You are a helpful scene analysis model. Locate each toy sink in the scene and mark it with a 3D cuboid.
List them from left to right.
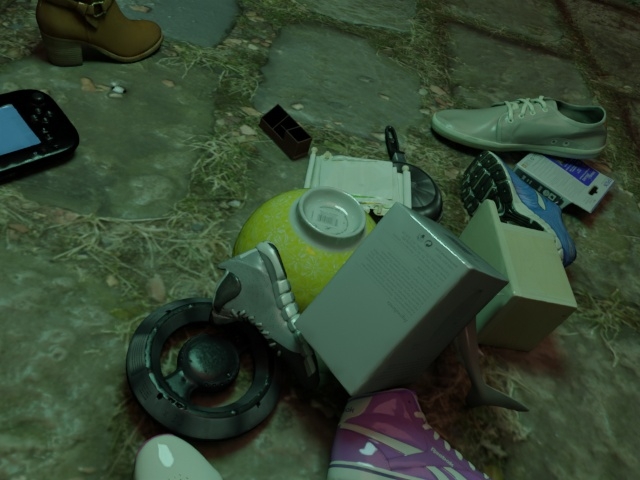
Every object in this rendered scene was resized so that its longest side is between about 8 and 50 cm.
[{"bbox_3d":[0.355,0.062,1.006,0.131,0.153,0.234,11,46,-11],"label":"toy sink"}]

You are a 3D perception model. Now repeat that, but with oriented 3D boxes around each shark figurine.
[{"bbox_3d":[0.253,0.131,0.883,0.116,0.166,0.278,-20,45,11],"label":"shark figurine"}]

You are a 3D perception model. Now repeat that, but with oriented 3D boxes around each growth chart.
[{"bbox_3d":[0.076,-0.116,1.112,0.237,0.021,0.172,11,54,7],"label":"growth chart"}]

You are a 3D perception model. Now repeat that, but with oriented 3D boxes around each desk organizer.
[{"bbox_3d":[-0.077,-0.240,1.185,0.047,0.050,0.130,-25,62,-35],"label":"desk organizer"}]

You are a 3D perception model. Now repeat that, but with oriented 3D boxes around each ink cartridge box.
[{"bbox_3d":[0.615,-0.158,1.366,0.208,0.045,0.206,40,48,19],"label":"ink cartridge box"}]

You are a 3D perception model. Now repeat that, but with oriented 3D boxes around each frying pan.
[{"bbox_3d":[0.202,-0.148,1.211,0.197,0.053,0.326,25,50,3],"label":"frying pan"}]

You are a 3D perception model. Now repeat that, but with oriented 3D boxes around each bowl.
[{"bbox_3d":[0.000,0.000,0.929,0.289,0.156,0.290,10,47,-11],"label":"bowl"}]

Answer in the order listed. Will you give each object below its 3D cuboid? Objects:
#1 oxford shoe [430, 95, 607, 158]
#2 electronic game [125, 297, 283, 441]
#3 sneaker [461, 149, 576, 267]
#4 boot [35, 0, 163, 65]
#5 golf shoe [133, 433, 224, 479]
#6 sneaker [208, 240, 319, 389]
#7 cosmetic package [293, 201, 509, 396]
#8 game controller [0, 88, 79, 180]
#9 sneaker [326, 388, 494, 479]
[{"bbox_3d":[0.506,-0.303,1.365,0.449,0.130,0.169,6,40,1],"label":"oxford shoe"},{"bbox_3d":[-0.163,0.179,0.784,0.229,0.048,0.229,17,43,-16],"label":"electronic game"},{"bbox_3d":[0.434,-0.062,1.184,0.147,0.130,0.330,1,52,-38],"label":"sneaker"},{"bbox_3d":[-0.465,-0.505,1.161,0.283,0.220,0.109,-20,59,-33],"label":"boot"},{"bbox_3d":[-0.120,0.340,0.598,0.115,0.140,0.306,-20,58,-31],"label":"golf shoe"},{"bbox_3d":[-0.092,0.125,0.798,0.132,0.086,0.229,-20,78,-6],"label":"sneaker"},{"bbox_3d":[0.121,0.088,0.773,0.138,0.225,0.224,45,14,28],"label":"cosmetic package"},{"bbox_3d":[-0.591,-0.167,0.924,0.166,0.067,0.319,43,50,19],"label":"game controller"},{"bbox_3d":[0.160,0.293,0.751,0.282,0.102,0.161,19,54,-3],"label":"sneaker"}]
